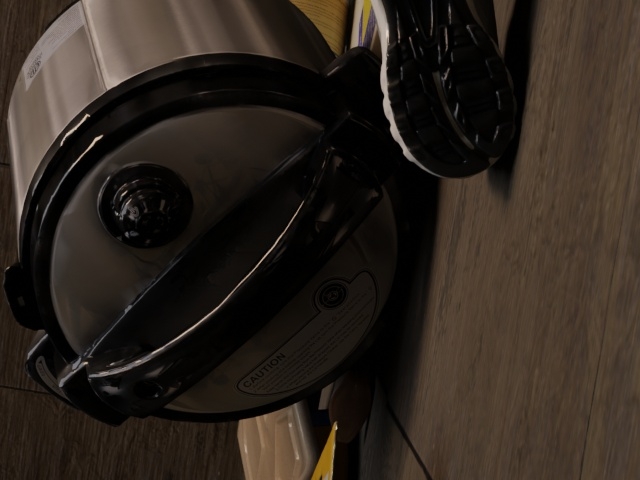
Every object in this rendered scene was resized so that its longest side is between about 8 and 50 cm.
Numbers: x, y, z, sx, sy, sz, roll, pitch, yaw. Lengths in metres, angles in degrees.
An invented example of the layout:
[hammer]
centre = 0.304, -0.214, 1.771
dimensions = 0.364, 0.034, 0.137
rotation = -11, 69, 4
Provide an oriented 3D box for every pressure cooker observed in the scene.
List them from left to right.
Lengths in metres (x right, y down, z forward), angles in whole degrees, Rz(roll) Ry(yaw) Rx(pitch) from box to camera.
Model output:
[pressure cooker]
centre = -0.114, -0.033, 1.382
dimensions = 0.420, 0.375, 0.370
rotation = -116, 28, -59

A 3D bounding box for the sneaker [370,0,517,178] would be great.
[sneaker]
centre = 0.072, -0.174, 0.991
dimensions = 0.108, 0.100, 0.271
rotation = 12, -108, -86

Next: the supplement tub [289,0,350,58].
[supplement tub]
centre = -0.040, -0.245, 1.760
dimensions = 0.144, 0.144, 0.200
rotation = 115, 163, -74

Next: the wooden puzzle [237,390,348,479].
[wooden puzzle]
centre = -0.034, 0.238, 1.683
dimensions = 0.348, 0.080, 0.322
rotation = -99, 14, -44

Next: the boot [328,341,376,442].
[boot]
centre = 0.036, 0.137, 1.491
dimensions = 0.087, 0.042, 0.118
rotation = -76, -2, -71

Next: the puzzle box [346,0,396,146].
[puzzle box]
centre = 0.074, -0.286, 1.650
dimensions = 0.409, 0.052, 0.272
rotation = -87, 7, -46

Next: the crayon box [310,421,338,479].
[crayon box]
centre = 0.022, 0.319, 1.046
dimensions = 0.203, 0.083, 0.323
rotation = 107, 170, -61
